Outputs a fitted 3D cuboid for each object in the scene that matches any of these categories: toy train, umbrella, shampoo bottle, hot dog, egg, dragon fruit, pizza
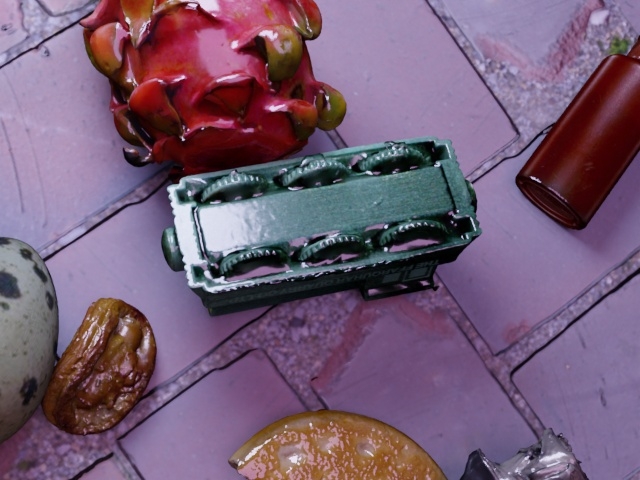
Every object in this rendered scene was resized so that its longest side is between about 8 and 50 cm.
[{"bbox_3d":[0.000,0.000,1.192,0.330,0.178,0.139,-10,66,-10],"label":"toy train"},{"bbox_3d":[0.118,0.316,1.191,0.357,0.113,0.106,-33,49,0],"label":"umbrella"},{"bbox_3d":[0.342,-0.140,1.357,0.102,0.064,0.260,39,74,-1],"label":"shampoo bottle"},{"bbox_3d":[-0.227,0.131,1.172,0.099,0.065,0.147,43,69,-38],"label":"hot dog"},{"bbox_3d":[-0.340,0.098,1.098,0.177,0.177,0.228,25,63,-8],"label":"egg"},{"bbox_3d":[-0.125,-0.201,1.163,0.307,0.227,0.243,37,29,-37],"label":"dragon fruit"},{"bbox_3d":[0.021,0.243,1.218,0.246,0.058,0.127,-2,78,-19],"label":"pizza"}]
